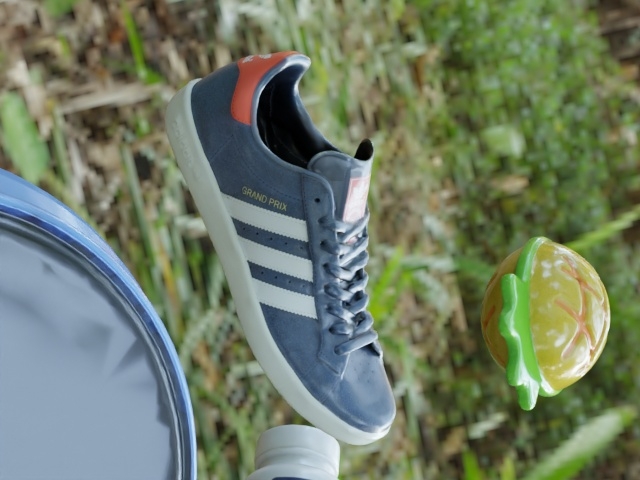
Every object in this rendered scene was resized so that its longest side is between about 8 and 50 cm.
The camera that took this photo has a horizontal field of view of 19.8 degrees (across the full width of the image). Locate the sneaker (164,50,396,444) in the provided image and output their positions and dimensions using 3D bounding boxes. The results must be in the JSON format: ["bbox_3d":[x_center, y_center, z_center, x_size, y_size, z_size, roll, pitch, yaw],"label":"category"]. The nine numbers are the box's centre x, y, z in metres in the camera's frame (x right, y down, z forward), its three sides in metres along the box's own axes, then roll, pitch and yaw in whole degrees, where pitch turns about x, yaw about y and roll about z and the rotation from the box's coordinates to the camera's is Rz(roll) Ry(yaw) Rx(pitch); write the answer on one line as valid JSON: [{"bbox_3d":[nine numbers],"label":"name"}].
[{"bbox_3d":[0.000,0.000,1.564,0.350,0.148,0.131,63,28,1],"label":"sneaker"}]

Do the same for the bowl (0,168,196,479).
[{"bbox_3d":[-0.244,0.142,1.015,0.077,0.391,0.391,17,-50,57],"label":"bowl"}]

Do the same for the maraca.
[{"bbox_3d":[0.172,0.064,1.449,0.186,0.099,0.127,-29,108,-65],"label":"maraca"}]

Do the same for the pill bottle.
[{"bbox_3d":[-0.028,0.279,1.775,0.112,0.112,0.186,62,27,-50],"label":"pill bottle"}]
